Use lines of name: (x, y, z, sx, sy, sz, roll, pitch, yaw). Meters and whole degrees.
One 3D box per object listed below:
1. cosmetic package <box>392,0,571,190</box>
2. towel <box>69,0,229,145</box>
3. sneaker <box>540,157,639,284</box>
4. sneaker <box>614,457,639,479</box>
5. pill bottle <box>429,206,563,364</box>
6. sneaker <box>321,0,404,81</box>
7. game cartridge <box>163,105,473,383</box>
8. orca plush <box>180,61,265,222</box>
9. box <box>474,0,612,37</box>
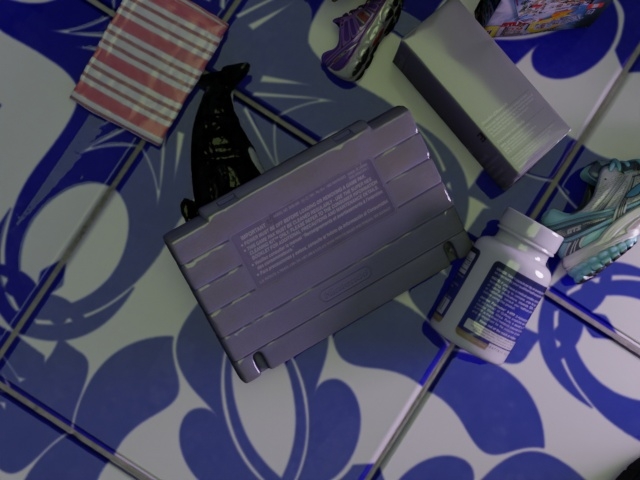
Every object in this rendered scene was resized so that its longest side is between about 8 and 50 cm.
cosmetic package: (0.209, -0.194, 1.721, 0.107, 0.127, 0.238, -43, 85, -6)
towel: (-0.230, -0.241, 1.759, 0.144, 0.029, 0.197, 29, 87, 4)
sneaker: (0.416, -0.072, 1.726, 0.283, 0.110, 0.122, -39, 83, -5)
sneaker: (0.424, 0.390, 1.692, 0.341, 0.125, 0.139, -37, 112, -6)
pill bottle: (0.233, 0.057, 1.689, 0.112, 0.112, 0.186, 30, 95, 1)
sneaker: (0.058, -0.299, 1.759, 0.071, 0.068, 0.170, 31, 82, 13)
game cartridge: (0.000, 0.000, 1.684, 0.355, 0.068, 0.230, -29, 104, -8)
orca plush: (-0.109, -0.095, 1.712, 0.151, 0.102, 0.287, 3, 84, -2)
box: (0.295, -0.318, 1.681, 0.159, 0.233, 0.044, -7, 85, -3)
